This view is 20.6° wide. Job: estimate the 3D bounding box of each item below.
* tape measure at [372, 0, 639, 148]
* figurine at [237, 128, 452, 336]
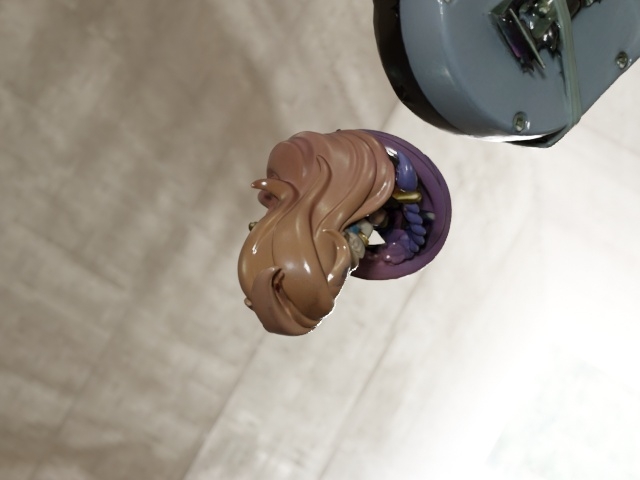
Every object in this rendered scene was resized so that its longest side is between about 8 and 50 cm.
[{"bbox_3d":[0.127,-0.154,1.191,0.107,0.181,0.182,3,-40,53],"label":"tape measure"},{"bbox_3d":[-0.002,-0.010,1.095,0.126,0.157,0.114,-20,-85,47],"label":"figurine"}]
